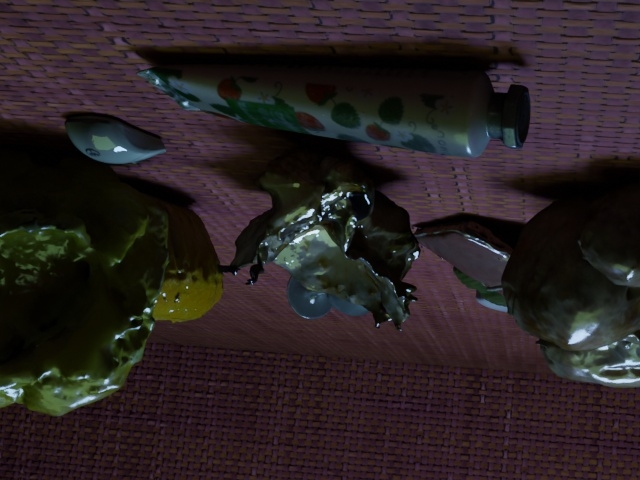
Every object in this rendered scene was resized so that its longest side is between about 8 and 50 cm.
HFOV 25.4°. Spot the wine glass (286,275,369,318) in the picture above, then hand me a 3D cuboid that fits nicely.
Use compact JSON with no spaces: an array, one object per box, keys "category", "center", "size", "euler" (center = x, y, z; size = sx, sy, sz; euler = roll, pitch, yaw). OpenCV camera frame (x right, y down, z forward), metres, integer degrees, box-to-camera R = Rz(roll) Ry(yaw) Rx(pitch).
[{"category":"wine glass","center":[0.030,0.061,1.862],"size":[0.079,0.079,0.195],"euler":[10,171,-24]}]

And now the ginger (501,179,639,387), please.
[{"category":"ginger","center":[0.291,0.042,1.348],"size":[0.245,0.155,0.304],"euler":[-21,154,29]}]

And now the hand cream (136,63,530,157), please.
[{"category":"hand cream","center":[0.009,-0.097,1.002],"size":[0.276,0.059,0.095],"euler":[6,169,21]}]

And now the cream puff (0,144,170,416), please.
[{"category":"cream puff","center":[-0.278,0.035,1.348],"size":[0.282,0.281,0.185],"euler":[3,165,14]}]

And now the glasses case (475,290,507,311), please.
[{"category":"glasses case","center":[0.255,0.065,1.837],"size":[0.076,0.049,0.197],"euler":[11,171,-6]}]

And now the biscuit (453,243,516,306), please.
[{"category":"biscuit","center":[0.263,0.034,1.606],"size":[0.099,0.038,0.322],"euler":[31,161,-19]}]

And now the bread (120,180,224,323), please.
[{"category":"bread","center":[-0.221,0.019,1.556],"size":[0.240,0.139,0.240],"euler":[5,171,1]}]

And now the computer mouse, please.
[{"category":"computer mouse","center":[-0.179,-0.082,1.252],"size":[0.056,0.032,0.110],"euler":[0,169,32]}]

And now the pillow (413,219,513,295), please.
[{"category":"pillow","center":[0.217,0.045,1.574],"size":[0.232,0.043,0.126],"euler":[33,162,-15]}]

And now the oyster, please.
[{"category":"oyster","center":[-0.007,-0.003,1.335],"size":[0.198,0.133,0.337],"euler":[6,169,10]}]
